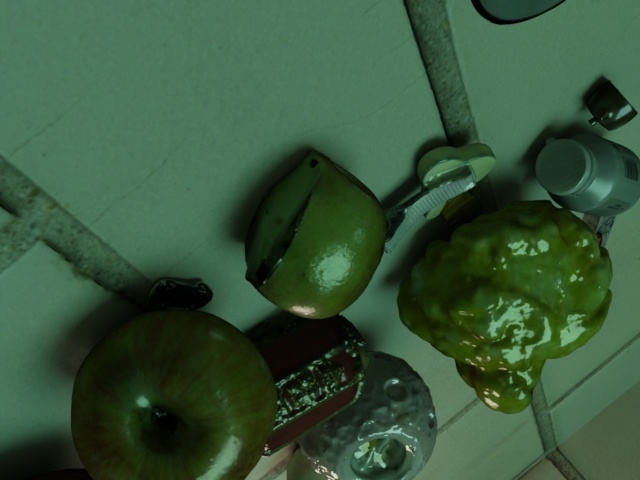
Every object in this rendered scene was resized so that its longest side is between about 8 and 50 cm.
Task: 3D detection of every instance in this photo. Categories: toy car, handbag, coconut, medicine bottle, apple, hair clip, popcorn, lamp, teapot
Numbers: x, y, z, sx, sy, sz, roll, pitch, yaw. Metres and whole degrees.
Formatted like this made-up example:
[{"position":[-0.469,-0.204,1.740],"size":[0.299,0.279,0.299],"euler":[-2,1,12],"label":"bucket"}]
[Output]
[{"position":[-0.185,0.071,1.154],"size":[0.093,0.025,0.041],"euler":[10,126,-47],"label":"toy car"},{"position":[0.236,-0.048,1.440],"size":[0.061,0.027,0.083],"euler":[-43,149,4],"label":"handbag"},{"position":[0.009,0.481,1.746],"size":[0.183,0.171,0.171],"euler":[-33,148,-16],"label":"coconut"},{"position":[0.459,-0.114,1.485],"size":[0.215,0.135,0.135],"euler":[7,126,-49],"label":"medicine bottle"},{"position":[0.000,0.000,1.135],"size":[0.188,0.174,0.207],"euler":[-48,164,18],"label":"apple"},{"position":[0.171,-0.068,1.309],"size":[0.218,0.071,0.159],"euler":[-36,154,6],"label":"hair clip"},{"position":[0.328,0.094,1.449],"size":[0.334,0.292,0.293],"euler":[-43,156,13],"label":"popcorn"},{"position":[-0.054,0.225,1.356],"size":[0.274,0.177,0.177],"euler":[-29,147,-21],"label":"lamp"},{"position":[-0.186,0.214,1.121],"size":[0.264,0.264,0.264],"euler":[-27,146,-20],"label":"apple"},{"position":[0.478,-0.219,1.441],"size":[0.068,0.076,0.121],"euler":[-41,180,21],"label":"teapot"}]

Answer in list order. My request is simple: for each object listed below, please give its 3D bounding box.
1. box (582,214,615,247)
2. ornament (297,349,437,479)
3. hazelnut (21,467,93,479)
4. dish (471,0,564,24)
[{"position":[0.579,-0.031,1.804],"size":[0.055,0.039,0.218],"euler":[-29,147,-19],"label":"box"},{"position":[0.078,0.315,1.538],"size":[0.259,0.225,0.259],"euler":[-6,123,-9],"label":"ornament"},{"position":[-0.368,0.543,1.228],"size":[0.402,0.402,0.429],"euler":[-23,153,-26],"label":"hazelnut"},{"position":[0.248,-0.396,0.945],"size":[0.316,0.106,0.316],"euler":[-29,149,-20],"label":"dish"}]
